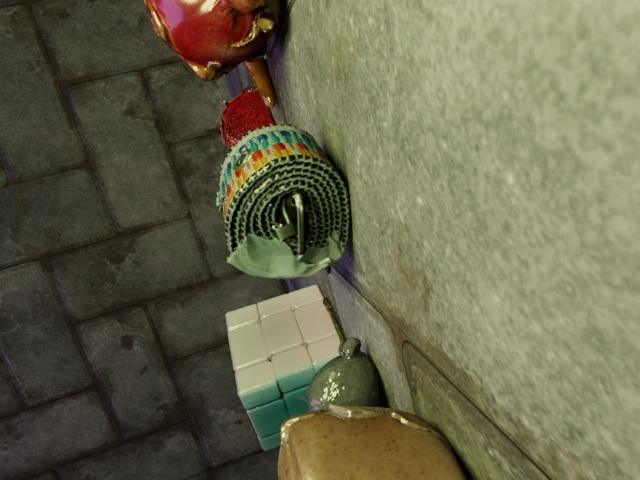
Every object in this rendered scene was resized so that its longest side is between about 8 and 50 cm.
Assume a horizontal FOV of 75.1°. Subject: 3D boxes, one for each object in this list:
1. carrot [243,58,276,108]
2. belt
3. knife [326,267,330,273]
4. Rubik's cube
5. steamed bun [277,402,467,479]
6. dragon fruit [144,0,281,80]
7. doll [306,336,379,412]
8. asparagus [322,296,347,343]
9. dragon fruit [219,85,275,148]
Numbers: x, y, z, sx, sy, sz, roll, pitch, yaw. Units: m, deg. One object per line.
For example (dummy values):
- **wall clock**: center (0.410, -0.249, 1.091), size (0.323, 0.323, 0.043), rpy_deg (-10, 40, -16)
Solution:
- **carrot**: center (-0.154, -0.417, 1.026), size (0.061, 0.061, 0.209), rpy_deg (121, 127, -78)
- **belt**: center (-0.064, -0.051, 0.692), size (0.150, 0.207, 0.257), rpy_deg (-113, 18, -46)
- **knife**: center (0.000, 0.000, 1.013), size (0.023, 0.010, 0.170), rpy_deg (-165, 59, -72)
- **Rubik's cube**: center (-0.087, 0.382, 1.284), size (0.318, 0.316, 0.321), rpy_deg (-120, 17, -52)
- **steamed bun**: center (0.054, 0.312, 0.548), size (0.301, 0.252, 0.199), rpy_deg (145, 117, -76)
- **dragon fruit**: center (-0.185, -0.411, 0.713), size (0.315, 0.250, 0.250), rpy_deg (46, 157, 33)
- **doll**: center (0.043, 0.376, 0.888), size (0.340, 0.158, 0.245), rpy_deg (82, -155, -43)
- **asparagus**: center (0.051, 0.247, 1.126), size (0.024, 0.025, 0.248), rpy_deg (23, -150, -41)
- **dragon fruit**: center (-0.213, -0.312, 1.220), size (0.126, 0.161, 0.273), rpy_deg (96, 153, -62)
